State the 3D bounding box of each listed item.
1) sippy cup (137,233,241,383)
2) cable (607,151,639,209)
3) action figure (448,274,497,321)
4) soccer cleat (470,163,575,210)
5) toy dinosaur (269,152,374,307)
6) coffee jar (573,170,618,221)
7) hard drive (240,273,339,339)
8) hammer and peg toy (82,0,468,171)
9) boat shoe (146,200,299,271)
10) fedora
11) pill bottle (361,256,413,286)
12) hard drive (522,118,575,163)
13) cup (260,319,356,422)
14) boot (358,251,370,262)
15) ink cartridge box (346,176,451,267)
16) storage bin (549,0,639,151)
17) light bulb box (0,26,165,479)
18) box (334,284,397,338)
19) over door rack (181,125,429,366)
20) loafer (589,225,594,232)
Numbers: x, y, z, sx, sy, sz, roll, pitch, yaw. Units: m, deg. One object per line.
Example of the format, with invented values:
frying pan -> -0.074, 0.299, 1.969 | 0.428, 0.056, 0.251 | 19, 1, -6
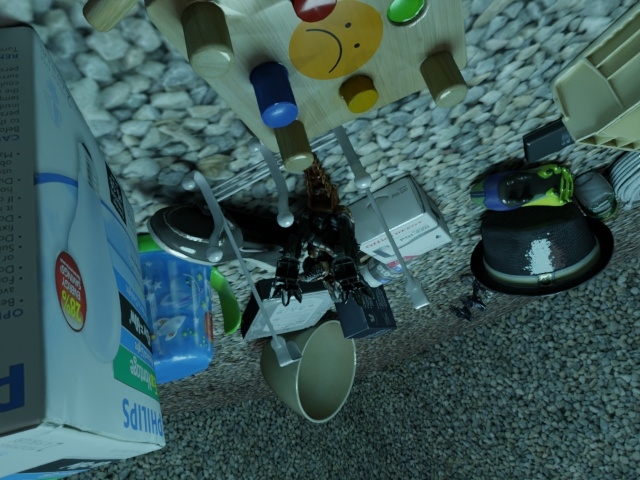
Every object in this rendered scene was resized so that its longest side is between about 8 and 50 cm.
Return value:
sippy cup -> -0.298, 0.138, 0.864 | 0.306, 0.224, 0.240 | -11, 155, -15
cable -> 0.828, -0.187, 1.118 | 0.257, 0.089, 0.257 | -30, 153, 25
action figure -> 0.560, 0.148, 1.616 | 0.276, 0.141, 0.164 | -35, 158, -31
soccer cleat -> 0.452, -0.117, 1.040 | 0.289, 0.093, 0.121 | -7, -175, -33
toy dinosaur -> 0.000, 0.000, 0.829 | 0.165, 0.218, 0.322 | -19, 125, 25
coffee jar -> 0.699, -0.106, 1.193 | 0.079, 0.096, 0.184 | -38, 151, 23
hard drive -> -0.088, 0.189, 1.330 | 0.237, 0.064, 0.339 | -7, 155, -23
hammer and peg toy -> -0.014, -0.214, 0.413 | 0.266, 0.127, 0.361 | -22, 156, 14
boat shoe -> -0.138, -0.019, 0.797 | 0.095, 0.112, 0.335 | -43, 155, 16
fedora -> 0.521, -0.013, 1.157 | 0.334, 0.334, 0.152 | -23, 121, 12
pill bottle -> 0.168, 0.063, 1.213 | 0.078, 0.078, 0.137 | -2, 152, -33
hard drive -> 0.460, -0.202, 0.903 | 0.135, 0.022, 0.094 | -26, 156, 17
cup -> -0.064, 0.422, 1.609 | 0.237, 0.330, 0.331 | 2, 172, 38
boot -> 0.018, 0.042, 1.074 | 0.197, 0.072, 0.152 | 9, 149, -42
ink cartridge box -> 0.167, -0.031, 0.989 | 0.159, 0.092, 0.218 | -27, 153, 20
storage bin -> 0.541, -0.258, 0.714 | 0.263, 0.123, 0.260 | -2, 153, -32
light bulb box -> -0.331, 0.056, 0.487 | 0.226, 0.360, 0.358 | -13, 157, -11
box -> 0.129, 0.202, 1.395 | 0.093, 0.155, 0.158 | -32, 153, 32
over door rack -> -0.019, 0.003, 0.645 | 0.240, 0.324, 0.108 | -26, -173, 12
loafer -> 0.707, -0.024, 1.337 | 0.095, 0.109, 0.302 | -32, 179, -8
